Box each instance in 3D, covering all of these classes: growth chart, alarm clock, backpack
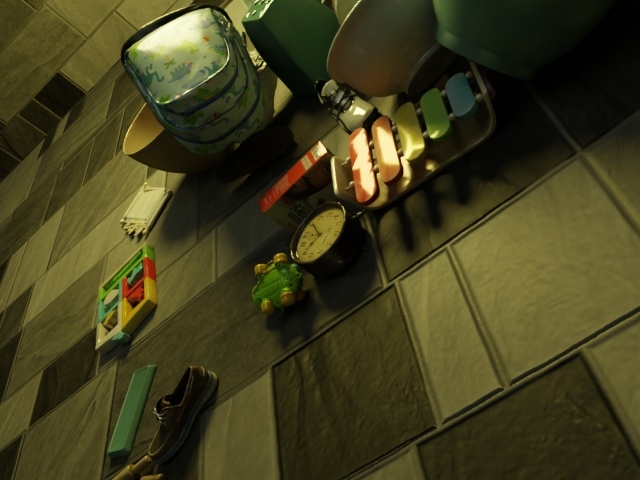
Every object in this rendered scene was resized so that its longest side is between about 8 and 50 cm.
[{"bbox_3d":[-0.509,-0.090,1.904,0.237,0.021,0.172,14,70,54],"label":"growth chart"},{"bbox_3d":[0.000,0.000,1.163,0.192,0.064,0.129,2,60,48],"label":"alarm clock"},{"bbox_3d":[-0.273,-0.355,1.470,0.290,0.273,0.355,-26,72,-3],"label":"backpack"}]

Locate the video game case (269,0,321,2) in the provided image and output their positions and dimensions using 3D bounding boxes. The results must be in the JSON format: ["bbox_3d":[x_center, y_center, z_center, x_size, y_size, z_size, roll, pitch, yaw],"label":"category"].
[{"bbox_3d":[-0.057,-0.634,1.640,0.042,0.232,0.210,24,98,21],"label":"video game case"}]

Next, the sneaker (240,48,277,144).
[{"bbox_3d":[-0.161,-0.355,1.634,0.111,0.129,0.297,5,63,31],"label":"sneaker"}]

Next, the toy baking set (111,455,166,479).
[{"bbox_3d":[-0.362,0.499,1.144,0.256,0.030,0.196,-39,35,18],"label":"toy baking set"}]

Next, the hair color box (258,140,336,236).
[{"bbox_3d":[-0.025,-0.095,1.259,0.167,0.093,0.053,-44,34,12],"label":"hair color box"}]

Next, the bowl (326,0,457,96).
[{"bbox_3d":[0.163,-0.359,1.197,0.298,0.298,0.134,-44,78,12],"label":"bowl"}]

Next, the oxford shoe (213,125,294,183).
[{"bbox_3d":[-0.151,-0.203,1.546,0.212,0.076,0.076,-27,-1,17],"label":"oxford shoe"}]

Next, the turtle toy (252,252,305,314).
[{"bbox_3d":[-0.077,0.085,1.169,0.130,0.066,0.095,-28,63,35],"label":"turtle toy"}]

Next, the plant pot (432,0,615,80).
[{"bbox_3d":[0.290,-0.368,1.012,0.293,0.293,0.196,-117,43,-55],"label":"plant pot"}]

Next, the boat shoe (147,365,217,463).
[{"bbox_3d":[-0.261,0.304,1.178,0.066,0.066,0.183,11,66,54],"label":"boat shoe"}]

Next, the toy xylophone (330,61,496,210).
[{"bbox_3d":[0.155,-0.185,1.140,0.323,0.081,0.236,-39,34,18],"label":"toy xylophone"}]

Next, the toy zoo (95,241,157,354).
[{"bbox_3d":[-0.477,0.149,1.623,0.192,0.030,0.293,-43,34,13],"label":"toy zoo"}]

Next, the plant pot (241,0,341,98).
[{"bbox_3d":[-0.051,-0.467,1.523,0.165,0.234,0.165,-56,33,-8],"label":"plant pot"}]

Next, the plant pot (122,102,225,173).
[{"bbox_3d":[-0.357,-0.286,1.756,0.284,0.191,0.284,-30,38,28],"label":"plant pot"}]

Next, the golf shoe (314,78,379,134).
[{"bbox_3d":[0.044,-0.279,1.357,0.077,0.094,0.198,-49,34,1],"label":"golf shoe"}]

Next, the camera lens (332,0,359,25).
[{"bbox_3d":[0.129,-0.582,1.412,0.219,0.219,0.274,-25,50,34],"label":"camera lens"}]

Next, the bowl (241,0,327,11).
[{"bbox_3d":[-0.074,-0.721,1.843,0.289,0.289,0.156,-42,-9,13],"label":"bowl"}]

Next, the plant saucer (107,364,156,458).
[{"bbox_3d":[-0.381,0.340,1.334,0.067,0.018,0.192,-24,41,35],"label":"plant saucer"}]

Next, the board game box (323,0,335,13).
[{"bbox_3d":[0.086,-0.599,1.660,0.194,0.045,0.146,-32,37,27],"label":"board game box"}]
